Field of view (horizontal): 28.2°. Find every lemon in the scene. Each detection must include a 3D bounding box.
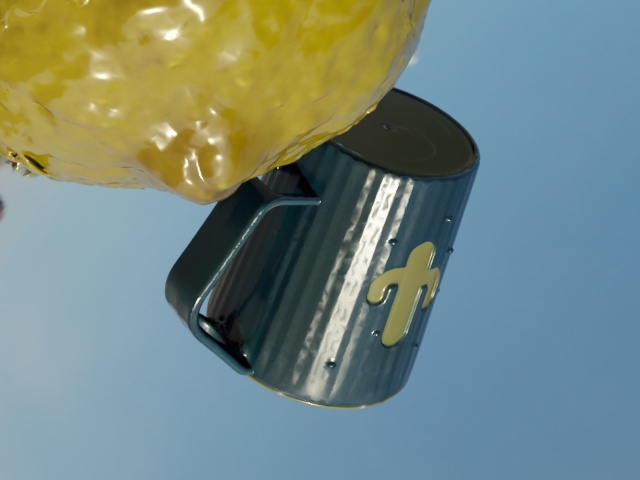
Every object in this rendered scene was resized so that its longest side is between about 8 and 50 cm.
[{"bbox_3d":[-0.053,-0.118,0.435,0.192,0.192,0.231,-37,-129,46],"label":"lemon"}]

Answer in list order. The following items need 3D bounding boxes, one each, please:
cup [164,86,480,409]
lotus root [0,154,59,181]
[{"bbox_3d":[0.000,0.000,0.725,0.131,0.176,0.155,45,-53,35],"label":"cup"},{"bbox_3d":[-0.142,-0.127,0.633,0.088,0.113,0.192,-1,-97,42],"label":"lotus root"}]
